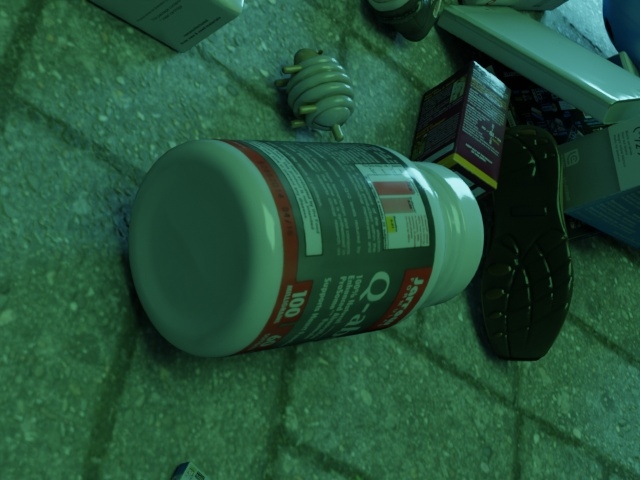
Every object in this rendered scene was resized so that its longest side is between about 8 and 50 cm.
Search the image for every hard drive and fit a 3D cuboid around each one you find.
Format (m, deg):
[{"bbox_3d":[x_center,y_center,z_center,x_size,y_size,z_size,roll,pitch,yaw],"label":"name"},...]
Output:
[{"bbox_3d":[0.351,-0.270,1.588,0.307,0.040,0.203,38,31,30],"label":"hard drive"}]

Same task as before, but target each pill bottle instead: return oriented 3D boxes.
[{"bbox_3d":[0.000,0.000,1.113,0.363,0.210,0.210,-4,75,-46],"label":"pill bottle"}]

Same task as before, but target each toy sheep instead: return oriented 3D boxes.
[{"bbox_3d":[-0.001,-0.177,1.292,0.091,0.091,0.132,-2,68,-46],"label":"toy sheep"}]

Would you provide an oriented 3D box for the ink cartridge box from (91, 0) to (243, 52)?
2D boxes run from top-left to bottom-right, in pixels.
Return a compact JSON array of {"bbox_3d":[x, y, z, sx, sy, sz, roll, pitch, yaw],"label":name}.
[{"bbox_3d":[-0.213,-0.361,1.139,0.273,0.114,0.197,27,55,-36],"label":"ink cartridge box"}]

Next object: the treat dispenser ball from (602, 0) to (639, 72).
[{"bbox_3d":[0.637,-0.415,1.829,0.288,0.288,0.288,21,57,-38],"label":"treat dispenser ball"}]

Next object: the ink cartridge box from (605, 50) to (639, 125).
[{"bbox_3d":[0.597,-0.123,1.845,0.330,0.071,0.324,28,46,-54],"label":"ink cartridge box"}]

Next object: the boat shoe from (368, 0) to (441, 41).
[{"bbox_3d":[0.140,-0.438,1.553,0.095,0.112,0.335,46,48,-45],"label":"boat shoe"}]

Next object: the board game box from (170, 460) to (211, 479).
[{"bbox_3d":[-0.119,0.274,1.006,0.090,0.020,0.090,48,44,-19],"label":"board game box"}]

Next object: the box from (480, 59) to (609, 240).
[{"bbox_3d":[0.374,-0.143,1.666,0.296,0.073,0.293,-13,82,-49],"label":"box"}]

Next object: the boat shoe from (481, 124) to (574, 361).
[{"bbox_3d":[0.289,0.007,1.468,0.120,0.123,0.323,47,48,-76],"label":"boat shoe"}]

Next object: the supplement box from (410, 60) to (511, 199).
[{"bbox_3d":[0.189,-0.139,1.446,0.081,0.104,0.188,33,51,-23],"label":"supplement box"}]

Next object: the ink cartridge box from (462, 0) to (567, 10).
[{"bbox_3d":[0.365,-0.470,1.708,0.283,0.207,0.117,-14,79,-48],"label":"ink cartridge box"}]

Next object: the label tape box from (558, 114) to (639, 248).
[{"bbox_3d":[0.544,-0.108,1.495,0.249,0.348,0.115,19,58,-47],"label":"label tape box"}]
